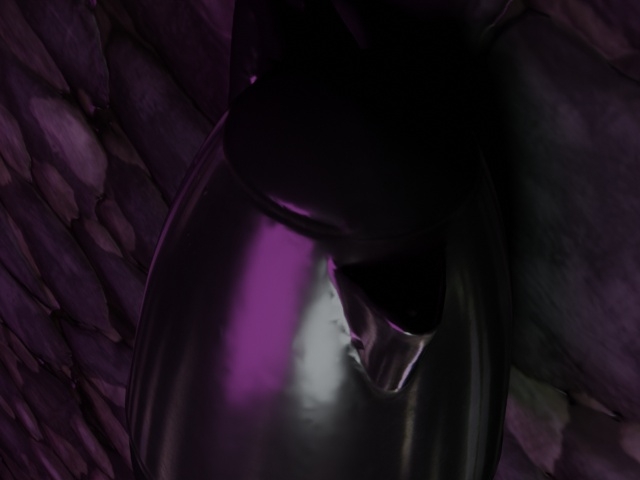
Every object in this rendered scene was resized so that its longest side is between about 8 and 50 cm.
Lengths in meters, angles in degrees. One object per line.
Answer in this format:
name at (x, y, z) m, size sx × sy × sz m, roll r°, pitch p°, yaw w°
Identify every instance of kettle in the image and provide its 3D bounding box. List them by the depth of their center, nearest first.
kettle at (0.012, 0.010, 0.786) m, size 0.207 × 0.251 × 0.271 m, roll 16°, pitch 137°, yaw 8°
